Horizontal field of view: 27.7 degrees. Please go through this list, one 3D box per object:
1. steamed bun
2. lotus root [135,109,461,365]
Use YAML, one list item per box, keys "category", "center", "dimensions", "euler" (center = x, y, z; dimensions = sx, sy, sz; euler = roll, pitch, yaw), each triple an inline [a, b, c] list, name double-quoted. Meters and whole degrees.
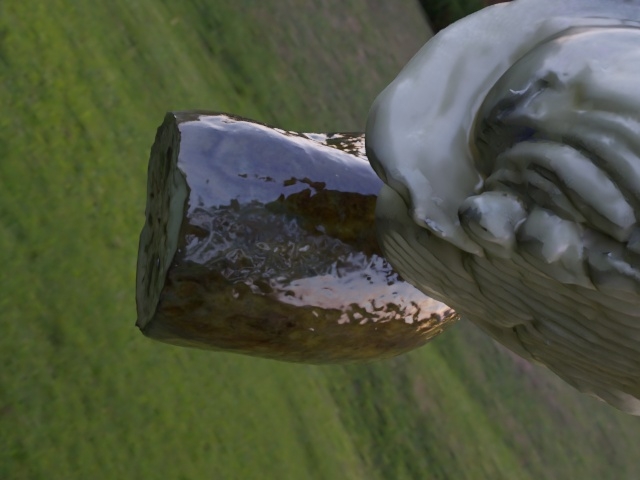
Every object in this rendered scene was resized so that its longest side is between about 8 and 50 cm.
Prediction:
- category: "steamed bun"
  center: [0.210, -0.041, 0.963]
  dimensions: [0.339, 0.247, 0.352]
  euler: [26, -15, 30]
- category: "lotus root"
  center: [0.000, 0.000, 1.226]
  dimensions: [0.346, 0.250, 0.250]
  euler: [2, 46, -22]
